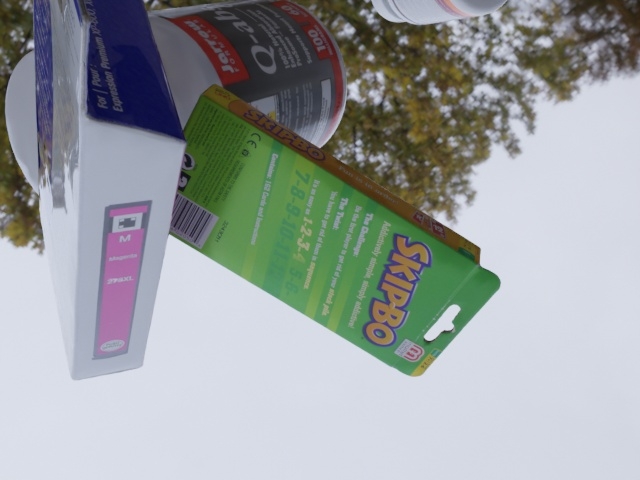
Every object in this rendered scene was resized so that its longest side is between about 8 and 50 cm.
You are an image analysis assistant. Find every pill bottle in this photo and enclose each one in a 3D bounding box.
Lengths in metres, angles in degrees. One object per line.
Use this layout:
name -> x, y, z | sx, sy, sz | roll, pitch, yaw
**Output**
pill bottle -> 0.167, -0.374, 1.107 | 0.121, 0.221, 0.121 | -5, -79, -25
pill bottle -> -0.142, -0.152, 0.862 | 0.210, 0.210, 0.363 | 54, -142, 3

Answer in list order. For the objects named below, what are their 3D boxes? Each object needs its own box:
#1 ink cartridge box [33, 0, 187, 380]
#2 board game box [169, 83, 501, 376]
ink cartridge box -> -0.150, -0.063, 0.513 | 0.069, 0.371, 0.175 | -9, -120, -21
board game box -> 0.000, 0.000, 0.596 | 0.259, 0.124, 0.039 | 33, -148, -3
